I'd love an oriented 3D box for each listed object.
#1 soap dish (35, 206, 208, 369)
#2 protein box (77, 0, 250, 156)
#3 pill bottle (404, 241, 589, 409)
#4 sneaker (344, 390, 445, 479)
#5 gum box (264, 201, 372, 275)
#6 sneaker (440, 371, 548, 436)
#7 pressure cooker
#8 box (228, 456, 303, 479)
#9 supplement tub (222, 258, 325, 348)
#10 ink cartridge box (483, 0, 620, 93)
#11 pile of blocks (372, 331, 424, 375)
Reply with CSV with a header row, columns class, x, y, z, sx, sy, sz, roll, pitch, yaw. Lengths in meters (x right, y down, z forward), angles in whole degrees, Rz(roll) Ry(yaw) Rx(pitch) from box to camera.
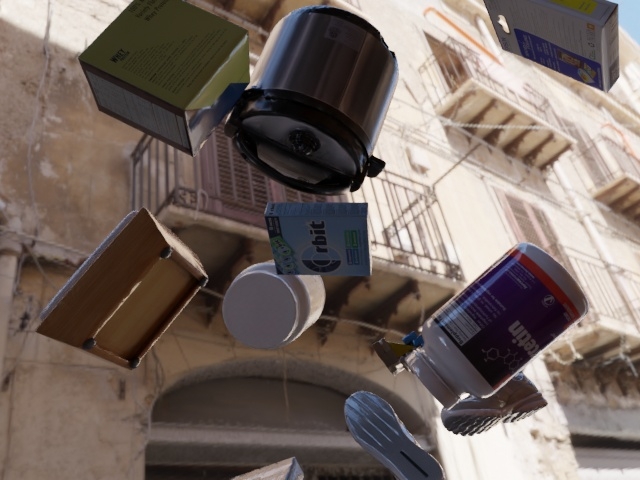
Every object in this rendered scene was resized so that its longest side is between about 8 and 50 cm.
class,x,y,z,sx,sy,sz,roll,pitch,yaw
soap dish,-0.366,0.107,1.169,0.290,0.118,0.229,-52,-27,-12
protein box,-0.257,-0.291,1.035,0.201,0.199,0.136,27,-25,8
pill bottle,0.320,0.165,1.123,0.323,0.181,0.181,-42,-39,3
sneaker,0.133,0.388,1.119,0.094,0.258,0.091,-32,-49,-14
gum box,0.000,0.000,1.118,0.185,0.041,0.156,1,-45,9
sneaker,0.362,0.348,1.316,0.281,0.115,0.105,0,-40,-34
pressure cooker,-0.025,-0.324,1.524,0.370,0.420,0.375,6,-25,30
box,-0.194,0.787,1.767,0.243,0.076,0.307,-24,9,14
supplement tub,-0.122,0.166,1.641,0.229,0.228,0.316,-19,-1,11
ink cartridge box,0.544,-0.493,1.411,0.072,0.307,0.304,-54,-30,5
pile of blocks,0.329,0.334,1.663,0.362,0.148,0.112,13,-23,26
